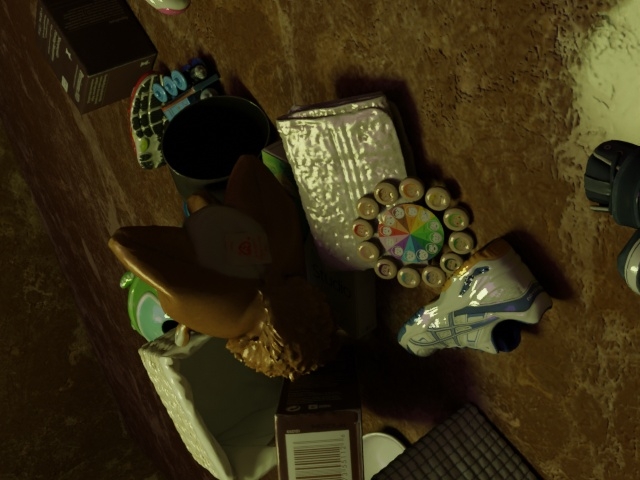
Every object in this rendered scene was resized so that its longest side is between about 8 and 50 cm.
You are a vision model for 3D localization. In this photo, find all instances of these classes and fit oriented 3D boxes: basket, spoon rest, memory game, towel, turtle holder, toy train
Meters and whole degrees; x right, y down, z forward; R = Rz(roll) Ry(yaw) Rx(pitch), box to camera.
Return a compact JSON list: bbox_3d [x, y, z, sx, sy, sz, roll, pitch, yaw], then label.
[{"bbox_3d":[-0.210,-0.149,1.294,0.154,0.204,0.227,55,158,7],"label":"basket"},{"bbox_3d":[0.085,0.496,1.428,0.276,0.084,0.137,-39,82,36],"label":"spoon rest"},{"bbox_3d":[0.132,-0.008,0.985,0.186,0.012,0.186,10,123,16],"label":"memory game"},{"bbox_3d":[0.237,0.448,1.095,0.283,0.235,0.121,48,153,18],"label":"towel"},{"bbox_3d":[-0.335,0.130,1.679,0.227,0.243,0.320,26,101,42],"label":"turtle holder"},{"bbox_3d":[-0.262,-0.292,1.341,0.184,0.080,0.105,-7,119,55],"label":"toy train"},{"bbox_3d":[0.054,-0.078,1.014,0.187,0.049,0.282,-3,118,26],"label":"towel"},{"bbox_3d":[-0.170,0.304,1.477,0.266,0.328,0.331,-10,108,62],"label":"basket"}]

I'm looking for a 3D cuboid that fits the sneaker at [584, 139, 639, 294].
[{"bbox_3d":[0.294,-0.026,0.619,0.163,0.226,0.086,28,130,46],"label":"sneaker"}]

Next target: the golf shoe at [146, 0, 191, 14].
[{"bbox_3d":[-0.294,-0.542,1.140,0.140,0.115,0.306,-4,113,53],"label":"golf shoe"}]

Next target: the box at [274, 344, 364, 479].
[{"bbox_3d":[0.005,0.326,1.193,0.381,0.143,0.191,-95,1,-83],"label":"box"}]

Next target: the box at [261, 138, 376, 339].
[{"bbox_3d":[0.000,0.000,1.224,0.232,0.059,0.321,30,137,39],"label":"box"}]

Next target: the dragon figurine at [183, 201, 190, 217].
[{"bbox_3d":[-0.245,-0.068,1.492,0.144,0.085,0.289,32,139,38],"label":"dragon figurine"}]

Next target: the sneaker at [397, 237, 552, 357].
[{"bbox_3d":[0.213,0.124,0.971,0.131,0.112,0.296,49,149,14],"label":"sneaker"}]

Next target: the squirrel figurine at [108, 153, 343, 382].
[{"bbox_3d":[-0.151,0.108,1.173,0.397,0.281,0.370,44,150,3],"label":"squirrel figurine"}]

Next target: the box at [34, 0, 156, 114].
[{"bbox_3d":[-0.494,-0.423,1.471,0.203,0.167,0.168,57,149,4],"label":"box"}]

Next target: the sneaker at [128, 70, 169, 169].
[{"bbox_3d":[-0.400,-0.281,1.526,0.118,0.107,0.279,56,148,24],"label":"sneaker"}]
